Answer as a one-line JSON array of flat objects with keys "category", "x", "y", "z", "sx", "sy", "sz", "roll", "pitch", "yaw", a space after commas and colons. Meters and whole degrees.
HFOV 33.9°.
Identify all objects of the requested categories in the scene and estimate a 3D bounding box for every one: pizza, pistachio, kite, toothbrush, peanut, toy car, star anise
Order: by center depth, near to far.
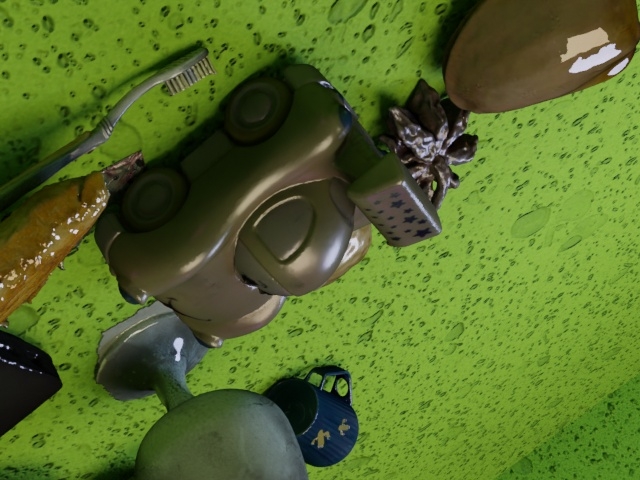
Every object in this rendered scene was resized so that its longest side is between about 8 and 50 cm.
[{"category": "toothbrush", "x": -0.261, "y": -0.087, "z": 1.065, "sx": 0.375, "sy": 0.028, "sz": 0.037, "roll": -37, "pitch": 118, "yaw": -15}, {"category": "pizza", "x": -0.348, "y": 0.052, "z": 1.094, "sx": 0.280, "sy": 0.075, "sz": 0.287, "roll": -47, "pitch": -175, "yaw": -23}, {"category": "kite", "x": -0.244, "y": -0.045, "z": 1.212, "sx": 0.139, "sy": 0.011, "sz": 0.157, "roll": 12, "pitch": 124, "yaw": -49}, {"category": "toy car", "x": -0.058, "y": -0.010, "z": 1.230, "sx": 0.336, "sy": 0.226, "sz": 0.242, "roll": -41, "pitch": 150, "yaw": 3}, {"category": "pistachio", "x": 0.269, "y": -0.258, "z": 1.305, "sx": 0.260, "sy": 0.163, "sz": 0.213, "roll": -25, "pitch": 130, "yaw": 7}, {"category": "star anise", "x": 0.136, "y": -0.102, "z": 1.411, "sx": 0.209, "sy": 0.089, "sz": 0.231, "roll": -27, "pitch": 127, "yaw": -18}, {"category": "peanut", "x": 0.000, "y": 0.000, "z": 1.427, "sx": 0.159, "sy": 0.109, "sz": 0.141, "roll": -33, "pitch": 165, "yaw": -38}]

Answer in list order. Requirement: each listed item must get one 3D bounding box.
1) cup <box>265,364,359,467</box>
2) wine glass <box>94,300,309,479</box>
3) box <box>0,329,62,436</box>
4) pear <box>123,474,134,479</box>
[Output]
[{"category": "cup", "x": -0.012, "y": 0.293, "z": 1.820, "sx": 0.177, "sy": 0.131, "sz": 0.155, "roll": -64, "pitch": 147, "yaw": -11}, {"category": "wine glass", "x": -0.159, "y": 0.268, "z": 1.424, "sx": 0.238, "sy": 0.323, "sz": 0.238, "roll": -28, "pitch": 149, "yaw": -19}, {"category": "box", "x": -0.486, "y": 0.201, "z": 1.238, "sx": 0.289, "sy": 0.073, "sz": 0.290, "roll": -38, "pitch": 150, "yaw": 7}, {"category": "pear", "x": -0.275, "y": 0.513, "z": 1.708, "sx": 0.252, "sy": 0.253, "sz": 0.307, "roll": 5, "pitch": 129, "yaw": -48}]
